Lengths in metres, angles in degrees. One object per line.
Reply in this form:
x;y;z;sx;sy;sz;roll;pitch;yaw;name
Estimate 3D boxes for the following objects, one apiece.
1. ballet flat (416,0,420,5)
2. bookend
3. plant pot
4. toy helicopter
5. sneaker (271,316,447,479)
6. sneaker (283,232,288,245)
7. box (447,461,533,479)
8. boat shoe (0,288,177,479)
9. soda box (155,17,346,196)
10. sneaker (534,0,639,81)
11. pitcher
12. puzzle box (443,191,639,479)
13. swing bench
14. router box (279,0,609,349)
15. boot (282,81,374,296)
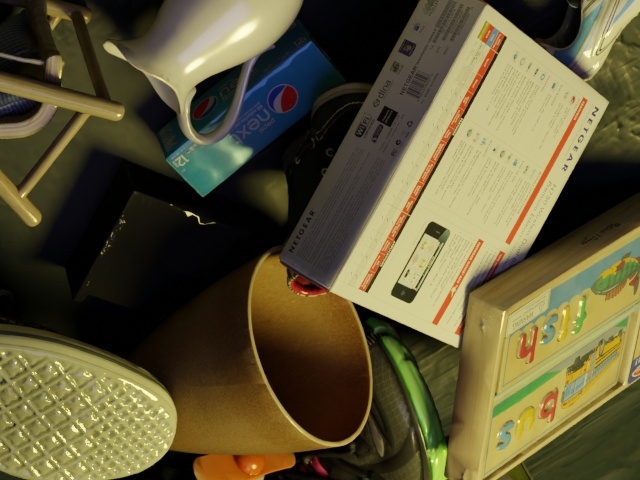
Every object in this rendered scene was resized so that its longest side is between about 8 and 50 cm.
0.169;-0.184;1.873;0.058;0.084;0.250;-38;129;0;ballet flat
-0.188;0.012;1.883;0.157;0.072;0.156;20;113;-27;bookend
-0.108;0.153;1.904;0.254;0.237;0.237;-20;129;31;plant pot
-0.141;0.334;1.939;0.140;0.355;0.235;45;94;-4;toy helicopter
0.037;0.322;2.072;0.202;0.185;0.483;-4;120;-19;sneaker
0.000;0.000;1.932;0.063;0.073;0.162;7;118;-21;sneaker
0.217;0.426;2.198;0.087;0.169;0.290;-2;120;-16;box
-0.399;0.138;1.793;0.500;0.156;0.187;13;116;-11;boat shoe
-0.080;-0.148;1.822;0.210;0.067;0.071;-38;124;8;soda box
0.334;-0.290;1.856;0.086;0.085;0.237;29;105;-21;sneaker
-0.101;-0.217;1.727;0.207;0.125;0.178;-45;131;-9;pitcher
0.309;0.110;1.978;0.409;0.052;0.272;-28;135;-39;puzzle box
-0.356;-0.183;1.607;0.254;0.253;0.165;31;107;-30;swing bench
0.143;-0.068;1.769;0.301;0.082;0.335;27;93;-52;router box
0.020;-0.054;1.787;0.085;0.179;0.236;8;156;-19;boot
